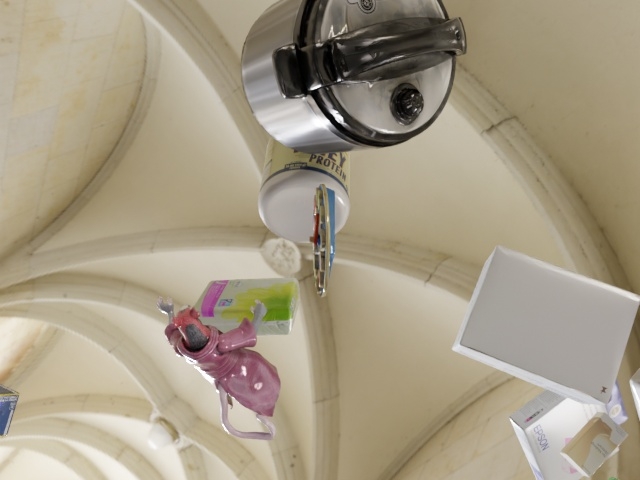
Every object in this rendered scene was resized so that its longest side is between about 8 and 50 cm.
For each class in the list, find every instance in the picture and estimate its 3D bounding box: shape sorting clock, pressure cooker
[{"bbox_3d":[0.000,0.000,1.011,0.040,0.206,0.206,3,-57,-3],"label":"shape sorting clock"},{"bbox_3d":[0.073,-0.367,1.149,0.375,0.370,0.420,33,-11,-29],"label":"pressure cooker"}]

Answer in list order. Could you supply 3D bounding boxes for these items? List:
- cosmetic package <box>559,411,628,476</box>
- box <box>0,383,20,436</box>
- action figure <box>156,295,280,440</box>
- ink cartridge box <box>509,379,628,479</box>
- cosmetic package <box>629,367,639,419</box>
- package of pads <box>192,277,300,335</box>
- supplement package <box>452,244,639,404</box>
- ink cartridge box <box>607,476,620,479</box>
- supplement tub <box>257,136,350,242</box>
[{"bbox_3d":[0.530,0.395,1.079,0.060,0.115,0.041,44,-9,15],"label":"cosmetic package"},{"bbox_3d":[-0.429,0.189,0.611,0.059,0.169,0.054,12,-96,28],"label":"box"},{"bbox_3d":[-0.246,0.267,1.246,0.248,0.275,0.370,-7,-34,16],"label":"action figure"},{"bbox_3d":[0.691,0.490,1.482,0.324,0.330,0.071,60,-6,-28],"label":"ink cartridge box"},{"bbox_3d":[0.324,0.210,0.277,0.197,0.155,0.365,-3,-70,58],"label":"cosmetic package"},{"bbox_3d":[-0.215,0.196,1.652,0.297,0.229,0.101,-2,-71,6],"label":"package of pads"},{"bbox_3d":[0.412,0.158,1.041,0.262,0.204,0.145,21,-11,13],"label":"supplement package"},{"bbox_3d":[0.459,0.485,0.754,0.121,0.289,0.211,31,-93,6],"label":"ink cartridge box"},{"bbox_3d":[-0.037,-0.181,1.494,0.235,0.325,0.235,2,-43,1],"label":"supplement tub"}]
